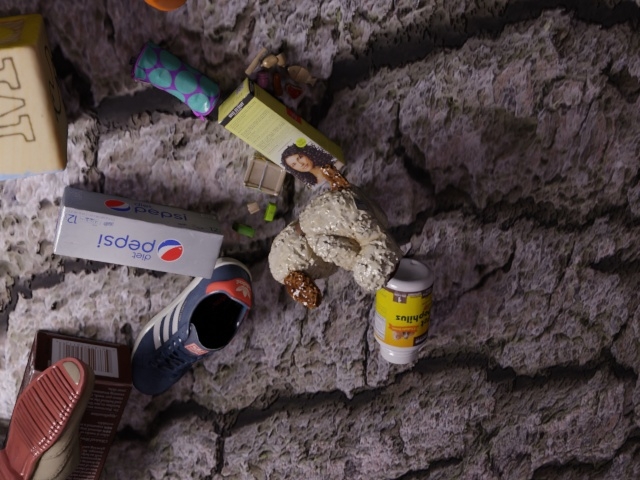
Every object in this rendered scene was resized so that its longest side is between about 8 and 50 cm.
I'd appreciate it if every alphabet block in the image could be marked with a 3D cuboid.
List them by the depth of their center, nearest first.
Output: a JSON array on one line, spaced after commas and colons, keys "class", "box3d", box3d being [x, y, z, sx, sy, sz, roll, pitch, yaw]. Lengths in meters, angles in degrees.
[{"class": "alphabet block", "box3d": [-0.500, -0.215, 1.126, 0.194, 0.192, 0.197, -11, 123, -13]}]

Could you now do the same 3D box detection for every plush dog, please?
[{"class": "plush dog", "box3d": [0.000, 0.000, 1.373, 0.225, 0.262, 0.210, -39, 115, 12]}]

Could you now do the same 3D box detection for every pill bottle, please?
[{"class": "pill bottle", "box3d": [0.174, 0.153, 1.585, 0.117, 0.117, 0.214, -7, 121, -13]}]

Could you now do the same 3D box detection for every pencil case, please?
[{"class": "pencil case", "box3d": [-0.242, -0.267, 1.247, 0.152, 0.064, 0.070, 28, 92, -28]}]

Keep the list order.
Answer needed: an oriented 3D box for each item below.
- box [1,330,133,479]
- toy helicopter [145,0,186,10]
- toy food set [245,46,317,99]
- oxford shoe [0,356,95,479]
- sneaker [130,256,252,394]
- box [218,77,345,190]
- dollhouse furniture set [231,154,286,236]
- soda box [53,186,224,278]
[{"class": "box", "box3d": [-0.520, 0.381, 1.496, 0.191, 0.143, 0.381, 14, 112, -24]}, {"class": "toy helicopter", "box3d": [-0.226, -0.524, 1.053, 0.355, 0.140, 0.235, -54, 143, -2]}, {"class": "toy food set", "box3d": [-0.073, -0.290, 1.314, 0.122, 0.019, 0.078, 29, 108, -37]}, {"class": "oxford shoe", "box3d": [-0.489, 0.355, 1.363, 0.130, 0.123, 0.348, 14, 116, -51]}, {"class": "sneaker", "box3d": [-0.258, 0.196, 1.460, 0.131, 0.148, 0.350, 29, 108, -29]}, {"class": "box", "box3d": [-0.067, -0.187, 1.340, 0.232, 0.058, 0.087, 33, 121, -29]}, {"class": "dollhouse furniture set", "box3d": [-0.121, -0.083, 1.415, 0.076, 0.058, 0.151, 16, 94, -17]}, {"class": "soda box", "box3d": [-0.328, -0.012, 1.352, 0.287, 0.091, 0.098, 10, 114, -22]}]
